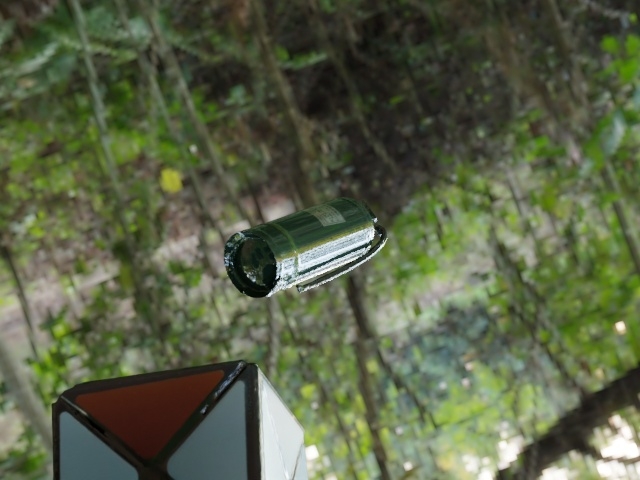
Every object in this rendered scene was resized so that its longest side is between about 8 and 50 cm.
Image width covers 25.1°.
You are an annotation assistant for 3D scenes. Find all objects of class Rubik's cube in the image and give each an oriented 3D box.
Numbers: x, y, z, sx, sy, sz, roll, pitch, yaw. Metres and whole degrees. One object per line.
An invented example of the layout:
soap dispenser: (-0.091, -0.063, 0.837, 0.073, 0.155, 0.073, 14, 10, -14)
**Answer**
Rubik's cube: (-0.150, 0.300, 1.638, 0.250, 0.248, 0.246, -9, 152, 10)

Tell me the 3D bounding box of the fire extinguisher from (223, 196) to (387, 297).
fire extinguisher: (0.000, 0.000, 1.909, 0.118, 0.093, 0.294, 33, -149, 27)
